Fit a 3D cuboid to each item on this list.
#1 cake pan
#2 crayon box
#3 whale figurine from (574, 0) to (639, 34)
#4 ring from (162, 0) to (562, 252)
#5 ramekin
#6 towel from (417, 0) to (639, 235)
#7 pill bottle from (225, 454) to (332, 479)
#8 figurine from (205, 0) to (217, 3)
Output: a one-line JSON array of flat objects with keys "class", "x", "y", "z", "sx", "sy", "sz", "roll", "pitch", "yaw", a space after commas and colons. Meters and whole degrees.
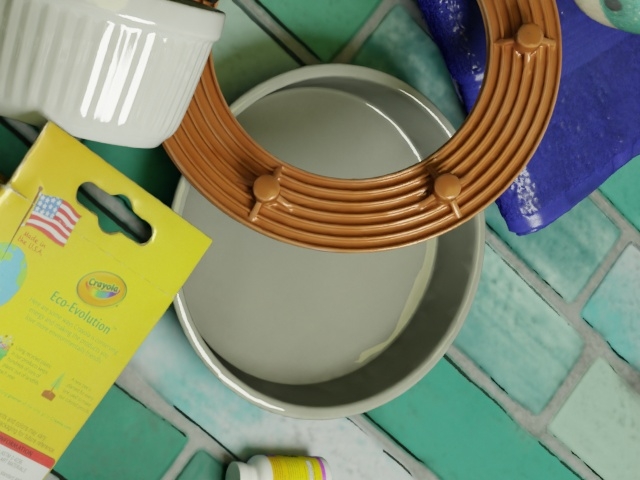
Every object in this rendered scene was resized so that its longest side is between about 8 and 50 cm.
[{"class": "cake pan", "x": 0.000, "y": 0.000, "z": 1.431, "sx": 0.293, "sy": 0.054, "sz": 0.293, "roll": -3, "pitch": 97, "yaw": -27}, {"class": "crayon box", "x": -0.242, "y": 0.074, "z": 1.241, "sx": 0.318, "sy": 0.081, "sz": 0.202, "roll": -53, "pitch": 138, "yaw": -3}, {"class": "whale figurine", "x": 0.277, "y": -0.289, "z": 1.384, "sx": 0.216, "sy": 0.141, "sz": 0.272, "roll": -46, "pitch": 139, "yaw": -31}, {"class": "ring", "x": 0.023, "y": -0.156, "z": 1.352, "sx": 0.337, "sy": 0.032, "sz": 0.336, "roll": 1, "pitch": 79, "yaw": -4}, {"class": "ramekin", "x": -0.182, "y": -0.141, "z": 1.244, "sx": 0.207, "sy": 0.207, "sz": 0.109, "roll": 13, "pitch": 99, "yaw": -28}, {"class": "towel", "x": 0.188, "y": -0.187, "z": 1.502, "sx": 0.228, "sy": 0.076, "sz": 0.308, "roll": -32, "pitch": 109, "yaw": -28}, {"class": "pill bottle", "x": -0.035, "y": 0.200, "z": 1.441, "sx": 0.083, "sy": 0.043, "sz": 0.043, "roll": 5, "pitch": 93, "yaw": -28}, {"class": "figurine", "x": -0.104, "y": -0.304, "z": 1.228, "sx": 0.215, "sy": 0.092, "sz": 0.209, "roll": 21, "pitch": 113, "yaw": -38}]
